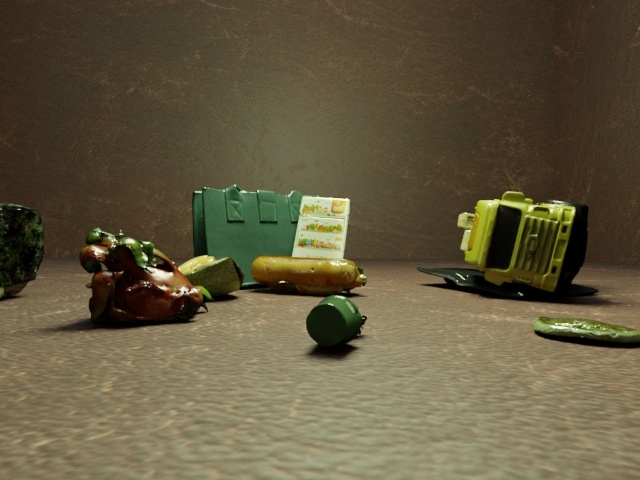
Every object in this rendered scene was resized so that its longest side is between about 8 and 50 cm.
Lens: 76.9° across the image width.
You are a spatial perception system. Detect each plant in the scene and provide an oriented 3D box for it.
[{"bbox_3d":[0.021,0.081,0.422,0.051,0.051,0.102,0,-5,19],"label":"plant"}]

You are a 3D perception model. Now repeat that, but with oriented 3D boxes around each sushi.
[{"bbox_3d":[-0.638,0.019,0.641,0.211,0.170,0.350,-2,-2,27],"label":"sushi"}]

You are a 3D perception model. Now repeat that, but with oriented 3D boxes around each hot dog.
[{"bbox_3d":[-0.027,0.076,0.827,0.251,0.076,0.104,4,-19,19],"label":"hot dog"}]

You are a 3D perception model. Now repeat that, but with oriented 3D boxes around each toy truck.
[{"bbox_3d":[0.437,-0.011,0.909,0.254,0.180,0.405,10,8,23],"label":"toy truck"}]

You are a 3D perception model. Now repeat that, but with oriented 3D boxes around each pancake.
[{"bbox_3d":[0.298,0.100,0.458,0.108,0.017,0.108,3,-4,0],"label":"pancake"}]

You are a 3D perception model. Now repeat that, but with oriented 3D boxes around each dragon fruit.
[{"bbox_3d":[-0.234,0.059,0.529,0.139,0.174,0.142,-10,27,20],"label":"dragon fruit"}]

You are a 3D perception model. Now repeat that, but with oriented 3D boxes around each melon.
[{"bbox_3d":[-0.218,0.074,0.755,0.128,0.079,0.160,-20,10,-28],"label":"melon"}]

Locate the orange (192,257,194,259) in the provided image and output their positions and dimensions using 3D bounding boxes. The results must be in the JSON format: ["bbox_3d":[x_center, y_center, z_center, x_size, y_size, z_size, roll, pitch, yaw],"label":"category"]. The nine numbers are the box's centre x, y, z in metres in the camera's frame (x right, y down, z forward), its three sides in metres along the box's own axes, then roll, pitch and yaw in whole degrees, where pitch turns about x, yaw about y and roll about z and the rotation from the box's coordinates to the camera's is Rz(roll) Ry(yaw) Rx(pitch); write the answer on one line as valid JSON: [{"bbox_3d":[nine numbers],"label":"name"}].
[{"bbox_3d":[-0.290,0.073,0.998,0.084,0.070,0.083,2,-5,0],"label":"orange"}]

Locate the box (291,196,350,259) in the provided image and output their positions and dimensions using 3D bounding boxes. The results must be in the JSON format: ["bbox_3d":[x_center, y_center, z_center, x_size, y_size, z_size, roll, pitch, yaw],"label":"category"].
[{"bbox_3d":[0.000,0.000,0.953,0.122,0.220,0.032,4,-23,10],"label":"box"}]

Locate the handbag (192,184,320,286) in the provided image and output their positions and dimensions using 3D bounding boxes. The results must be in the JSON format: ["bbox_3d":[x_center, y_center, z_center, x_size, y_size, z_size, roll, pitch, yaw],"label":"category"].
[{"bbox_3d":[-0.136,-0.008,0.972,0.327,0.238,0.089,0,-10,-36],"label":"handbag"}]

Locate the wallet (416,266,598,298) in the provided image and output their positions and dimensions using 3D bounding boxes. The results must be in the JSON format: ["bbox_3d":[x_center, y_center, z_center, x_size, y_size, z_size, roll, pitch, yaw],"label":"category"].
[{"bbox_3d":[0.406,0.092,0.932,0.248,0.041,0.323,0,3,-26],"label":"wallet"}]
